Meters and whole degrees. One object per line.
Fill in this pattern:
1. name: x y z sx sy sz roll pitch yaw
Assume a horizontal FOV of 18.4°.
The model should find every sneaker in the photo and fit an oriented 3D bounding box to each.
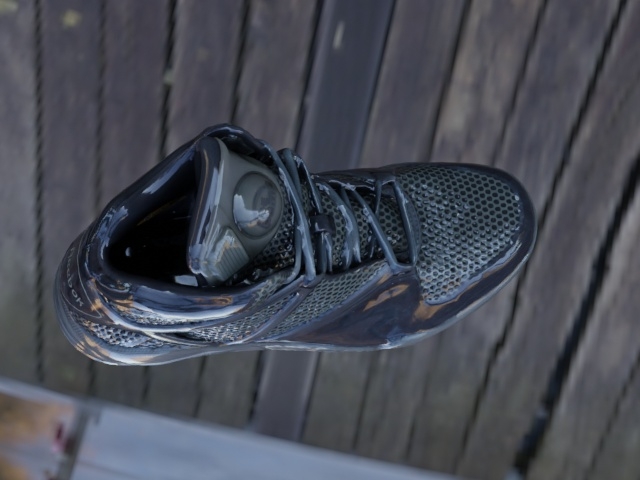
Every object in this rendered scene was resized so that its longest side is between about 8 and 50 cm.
1. sneaker: 0.000 0.000 0.878 0.228 0.087 0.130 -6 166 -14
